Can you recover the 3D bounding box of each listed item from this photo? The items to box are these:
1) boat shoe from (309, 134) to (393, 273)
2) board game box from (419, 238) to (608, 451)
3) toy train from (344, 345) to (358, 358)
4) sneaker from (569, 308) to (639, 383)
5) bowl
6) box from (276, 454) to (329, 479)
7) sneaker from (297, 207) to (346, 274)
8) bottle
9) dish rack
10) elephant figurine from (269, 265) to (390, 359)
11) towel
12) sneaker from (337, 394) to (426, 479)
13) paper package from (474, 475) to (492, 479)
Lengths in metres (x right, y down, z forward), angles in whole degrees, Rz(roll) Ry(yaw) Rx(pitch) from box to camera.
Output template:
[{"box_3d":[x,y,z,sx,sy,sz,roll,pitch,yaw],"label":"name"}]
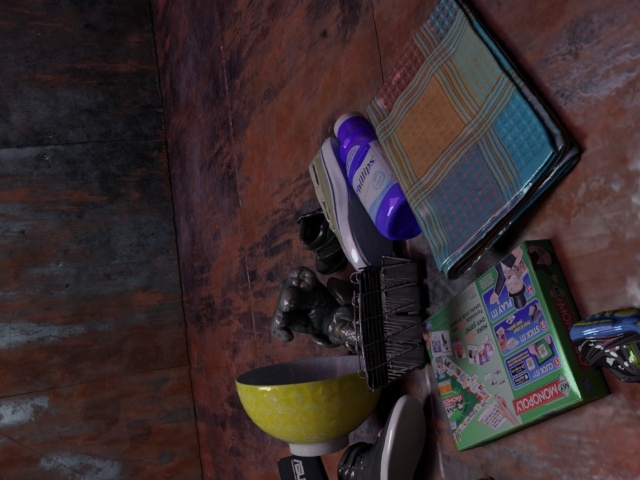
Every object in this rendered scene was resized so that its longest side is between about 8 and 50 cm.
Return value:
[{"box_3d":[0.055,-0.058,1.371,0.094,0.109,0.302,-44,50,43],"label":"boat shoe"},{"box_3d":[0.256,0.163,1.033,0.317,0.046,0.213,126,134,-58],"label":"board game box"},{"box_3d":[0.069,0.266,1.528,0.036,0.027,0.158,7,100,54],"label":"toy train"},{"box_3d":[0.355,0.115,0.782,0.078,0.067,0.188,64,155,-4],"label":"sneaker"},{"box_3d":[-0.010,0.322,1.391,0.289,0.290,0.155,169,93,-67],"label":"bowl"},{"box_3d":[0.021,0.648,1.404,0.318,0.097,0.394,-105,1,-49],"label":"box"},{"box_3d":[0.000,0.000,1.508,0.227,0.130,0.087,118,143,-56],"label":"sneaker"},{"box_3d":[0.102,-0.127,1.280,0.282,0.092,0.118,63,144,42],"label":"bottle"},{"box_3d":[0.103,0.129,1.163,0.074,0.271,0.208,-6,89,27],"label":"dish rack"},{"box_3d":[0.029,0.157,1.450,0.169,0.240,0.186,116,171,-54],"label":"elephant figurine"},{"box_3d":[0.192,-0.162,1.059,0.271,0.040,0.370,-54,44,38],"label":"towel"},{"box_3d":[0.101,0.390,1.324,0.147,0.105,0.295,27,121,42],"label":"sneaker"},{"box_3d":[0.193,0.574,1.109,0.309,0.168,0.324,116,142,-50],"label":"paper package"}]
